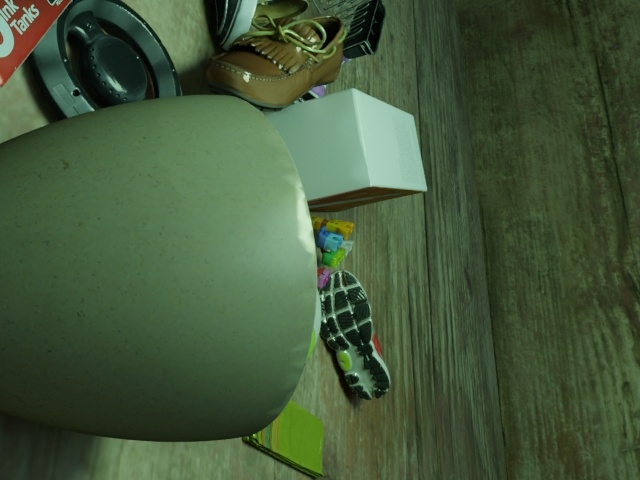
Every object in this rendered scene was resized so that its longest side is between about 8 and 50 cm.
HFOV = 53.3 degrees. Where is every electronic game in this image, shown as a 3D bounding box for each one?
[{"bbox_3d":[-0.256,-0.207,0.788,0.229,0.048,0.229,36,45,-46],"label":"electronic game"}]

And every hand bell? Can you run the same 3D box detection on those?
[{"bbox_3d":[-0.107,-0.535,1.161,0.126,0.126,0.242,-15,93,-66],"label":"hand bell"}]

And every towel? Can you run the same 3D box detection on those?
[{"bbox_3d":[-0.050,0.307,1.035,0.237,0.021,0.102,49,38,-47],"label":"towel"}]

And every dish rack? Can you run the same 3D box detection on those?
[{"bbox_3d":[0.033,-0.519,1.294,0.271,0.074,0.208,52,35,-34],"label":"dish rack"}]

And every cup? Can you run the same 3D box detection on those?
[{"bbox_3d":[-0.195,0.029,0.555,0.237,0.331,0.331,-3,81,-39],"label":"cup"}]

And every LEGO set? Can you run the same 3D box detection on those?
[{"bbox_3d":[0.000,0.000,1.223,0.227,0.093,0.087,-45,151,-67],"label":"LEGO set"}]

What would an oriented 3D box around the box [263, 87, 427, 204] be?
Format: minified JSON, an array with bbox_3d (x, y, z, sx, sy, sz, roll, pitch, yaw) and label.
[{"bbox_3d":[0.045,-0.155,1.213,0.345,0.215,0.168,-6,85,-65],"label":"box"}]

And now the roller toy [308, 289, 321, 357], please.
[{"bbox_3d":[-0.103,0.092,0.813,0.209,0.191,0.146,59,21,17],"label":"roller toy"}]

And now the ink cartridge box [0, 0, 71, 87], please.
[{"bbox_3d":[-0.344,-0.307,0.548,0.272,0.130,0.309,54,34,-40],"label":"ink cartridge box"}]

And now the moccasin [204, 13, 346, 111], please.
[{"bbox_3d":[-0.055,-0.305,1.040,0.380,0.139,0.147,-34,148,-52],"label":"moccasin"}]

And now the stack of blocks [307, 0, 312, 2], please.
[{"bbox_3d":[-0.053,-0.667,1.386,0.171,0.087,0.297,22,60,-61],"label":"stack of blocks"}]

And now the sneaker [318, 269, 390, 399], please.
[{"bbox_3d":[0.061,0.182,1.275,0.118,0.107,0.279,-85,160,-73],"label":"sneaker"}]

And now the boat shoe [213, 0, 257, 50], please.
[{"bbox_3d":[-0.159,-0.468,1.063,0.102,0.108,0.301,7,88,-27],"label":"boat shoe"}]

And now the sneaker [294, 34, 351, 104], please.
[{"bbox_3d":[-0.010,-0.354,1.342,0.282,0.102,0.161,-17,98,-55],"label":"sneaker"}]
